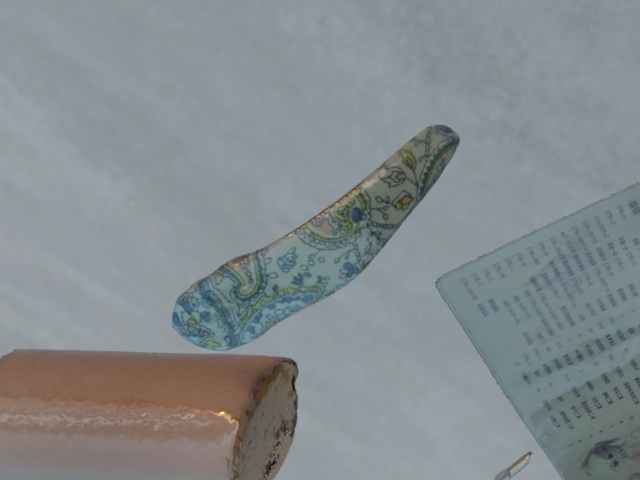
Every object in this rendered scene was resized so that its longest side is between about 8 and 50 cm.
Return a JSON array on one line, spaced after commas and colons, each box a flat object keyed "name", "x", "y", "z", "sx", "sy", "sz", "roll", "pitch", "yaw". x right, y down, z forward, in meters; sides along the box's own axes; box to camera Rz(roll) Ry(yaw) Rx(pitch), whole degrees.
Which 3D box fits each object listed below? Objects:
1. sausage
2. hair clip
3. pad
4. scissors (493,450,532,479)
[{"name": "sausage", "x": -0.147, "y": 0.151, "z": 1.394, "sx": 0.253, "sy": 0.123, "sz": 0.123, "roll": -1, "pitch": 148, "yaw": 21}, {"name": "hair clip", "x": 0.000, "y": 0.001, "z": 1.104, "sx": 0.066, "sy": 0.229, "sz": 0.036, "roll": 50, "pitch": -174, "yaw": -30}, {"name": "pad", "x": 0.182, "y": 0.066, "z": 0.939, "sx": 0.265, "sy": 0.159, "sz": 0.009, "roll": 54, "pitch": -165, "yaw": -43}, {"name": "scissors", "x": 0.074, "y": 0.339, "z": 1.677, "sx": 0.029, "sy": 0.383, "sz": 0.256, "roll": 49, "pitch": -155, "yaw": 12}]
